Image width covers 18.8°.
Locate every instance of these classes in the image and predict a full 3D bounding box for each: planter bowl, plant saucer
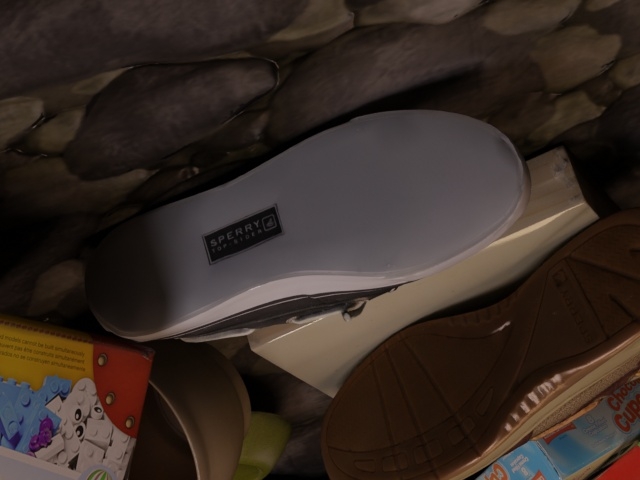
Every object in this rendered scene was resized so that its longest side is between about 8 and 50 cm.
[{"bbox_3d":[-0.119,0.134,1.431,0.109,0.162,0.162,-31,172,-48],"label":"planter bowl"},{"bbox_3d":[-0.138,0.195,1.614,0.241,0.037,0.241,-11,162,-4],"label":"plant saucer"}]

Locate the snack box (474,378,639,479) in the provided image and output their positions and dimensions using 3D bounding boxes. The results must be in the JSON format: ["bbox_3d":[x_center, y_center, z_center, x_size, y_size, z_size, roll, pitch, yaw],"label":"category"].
[{"bbox_3d":[0.204,0.238,1.873,0.187,0.060,0.322,-24,163,-36],"label":"snack box"}]

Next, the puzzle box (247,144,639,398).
[{"bbox_3d":[0.139,0.066,1.552,0.272,0.052,0.409,-25,154,15],"label":"puzzle box"}]

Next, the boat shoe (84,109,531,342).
[{"bbox_3d":[0.001,0.004,1.269,0.306,0.113,0.105,-23,161,18],"label":"boat shoe"}]

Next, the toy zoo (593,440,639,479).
[{"bbox_3d":[0.305,0.214,1.841,0.192,0.030,0.293,-21,160,-50],"label":"toy zoo"}]

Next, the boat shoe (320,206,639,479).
[{"bbox_3d":[0.154,0.098,1.432,0.342,0.123,0.123,-37,148,25],"label":"boat shoe"}]

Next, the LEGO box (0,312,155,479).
[{"bbox_3d":[-0.358,0.188,1.068,0.193,0.372,0.500,8,174,39],"label":"LEGO box"}]
